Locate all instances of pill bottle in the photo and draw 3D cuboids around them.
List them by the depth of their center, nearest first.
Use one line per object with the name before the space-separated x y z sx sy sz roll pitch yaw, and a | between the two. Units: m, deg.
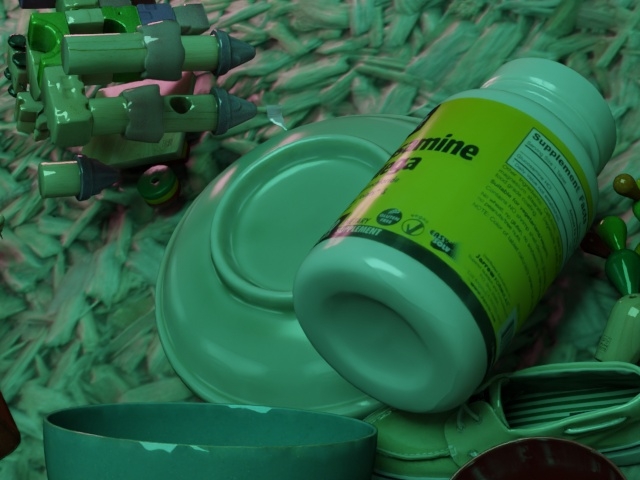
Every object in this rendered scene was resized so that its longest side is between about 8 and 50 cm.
pill bottle | 0.136 -0.017 1.394 0.188 0.188 0.334 13 47 34

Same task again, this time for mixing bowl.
mixing bowl | 0.186 0.265 1.269 0.181 0.098 0.181 -14 48 16

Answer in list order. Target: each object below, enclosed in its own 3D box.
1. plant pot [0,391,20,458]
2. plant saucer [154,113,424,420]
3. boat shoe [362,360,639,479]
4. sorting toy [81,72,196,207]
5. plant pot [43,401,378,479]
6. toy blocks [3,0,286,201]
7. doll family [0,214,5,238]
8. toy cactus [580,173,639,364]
plant pot | -0.522 0.141 1.623 0.267 0.236 0.267 -33 45 -4
plant saucer | 0.000 0.000 1.573 0.400 0.100 0.400 -12 50 14
boat shoe | 0.163 0.157 1.375 0.302 0.094 0.109 -12 48 17
sorting toy | -0.212 -0.138 1.839 0.132 0.046 0.274 -9 50 19
plant pot | -0.100 0.254 1.328 0.290 0.290 0.195 3 90 28
toy blocks | -0.202 -0.215 1.753 0.260 0.309 0.289 -6 55 -22
doll family | -0.498 -0.006 1.794 0.263 0.163 0.118 -28 65 9
toy cactus | 0.307 0.036 1.399 0.219 0.112 0.180 27 85 49
